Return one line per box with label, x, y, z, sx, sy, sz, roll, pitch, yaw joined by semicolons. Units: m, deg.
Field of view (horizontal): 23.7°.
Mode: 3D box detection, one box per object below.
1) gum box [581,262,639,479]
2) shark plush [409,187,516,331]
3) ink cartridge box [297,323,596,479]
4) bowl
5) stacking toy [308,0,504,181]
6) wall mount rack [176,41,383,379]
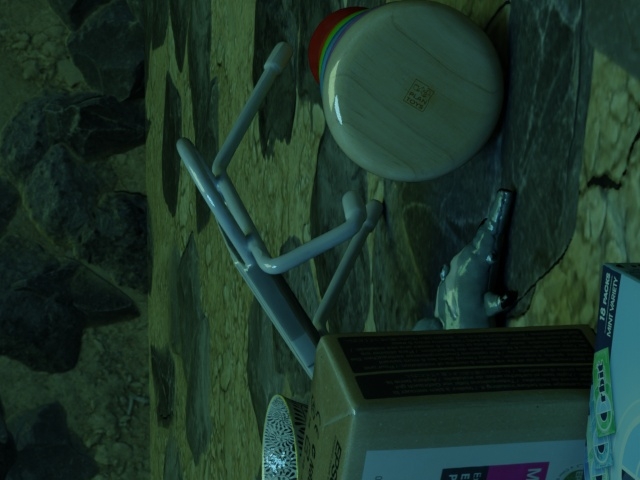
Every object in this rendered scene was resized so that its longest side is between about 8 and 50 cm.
gum box;0.203;0.107;0.840;0.184;0.041;0.157;-137;48;-72
shark plush;0.130;0.042;1.172;0.067;0.073;0.161;28;98;52
ink cartridge box;0.084;0.176;0.998;0.088;0.193;0.234;-116;29;-57
bowl;-0.006;0.244;1.588;0.170;0.080;0.170;180;90;-76
stacking toy;0.054;-0.145;1.306;0.330;0.141;0.141;-118;31;-76
wall mount rack;0.000;0.000;1.315;0.350;0.130;0.304;59;-178;-35
